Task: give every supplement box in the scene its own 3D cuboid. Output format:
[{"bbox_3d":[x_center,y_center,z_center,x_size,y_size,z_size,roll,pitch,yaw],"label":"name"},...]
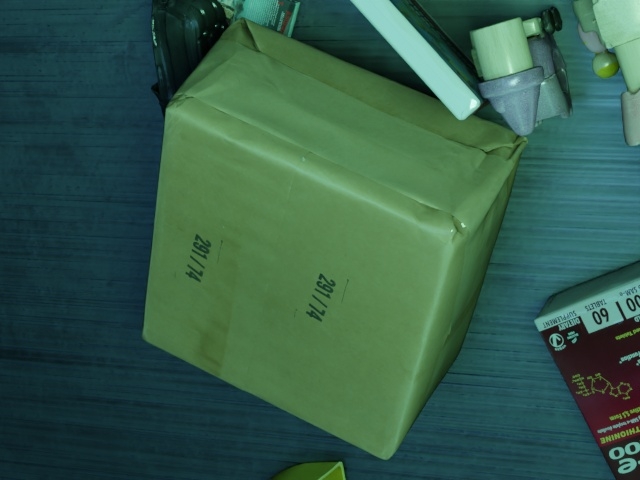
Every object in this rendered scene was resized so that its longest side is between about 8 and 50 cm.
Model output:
[{"bbox_3d":[0.320,0.147,1.486,0.130,0.073,0.239,-25,98,28],"label":"supplement box"}]

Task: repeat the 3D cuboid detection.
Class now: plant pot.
[{"bbox_3d":[-0.025,0.289,1.683,0.083,0.081,0.081,2,109,35],"label":"plant pot"}]

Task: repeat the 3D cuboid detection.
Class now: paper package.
[{"bbox_3d":[0.000,0.000,1.465,0.309,0.168,0.325,25,137,15],"label":"paper package"}]

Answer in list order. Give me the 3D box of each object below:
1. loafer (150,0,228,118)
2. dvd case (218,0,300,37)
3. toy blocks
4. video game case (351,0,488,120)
[{"bbox_3d":[-0.131,-0.148,1.570,0.078,0.076,0.223,18,126,32],"label":"loafer"},{"bbox_3d":[-0.085,-0.222,1.561,0.119,0.013,0.087,23,116,15],"label":"dvd case"},{"bbox_3d":[0.293,-0.089,1.289,0.308,0.288,0.260,-14,97,23],"label":"toy blocks"},{"bbox_3d":[0.075,-0.192,1.352,0.025,0.285,0.204,-42,89,12],"label":"video game case"}]
